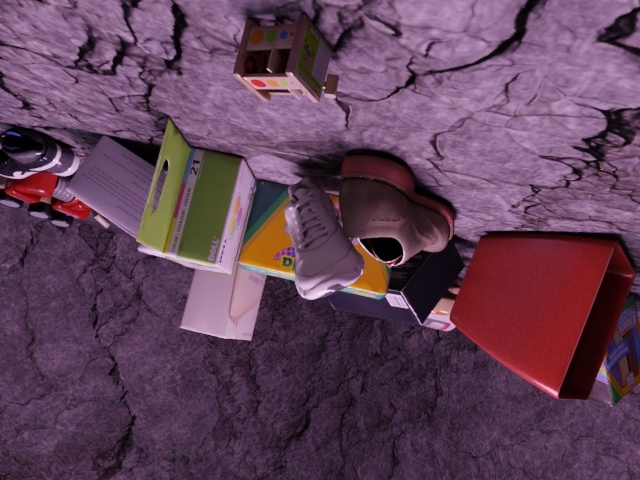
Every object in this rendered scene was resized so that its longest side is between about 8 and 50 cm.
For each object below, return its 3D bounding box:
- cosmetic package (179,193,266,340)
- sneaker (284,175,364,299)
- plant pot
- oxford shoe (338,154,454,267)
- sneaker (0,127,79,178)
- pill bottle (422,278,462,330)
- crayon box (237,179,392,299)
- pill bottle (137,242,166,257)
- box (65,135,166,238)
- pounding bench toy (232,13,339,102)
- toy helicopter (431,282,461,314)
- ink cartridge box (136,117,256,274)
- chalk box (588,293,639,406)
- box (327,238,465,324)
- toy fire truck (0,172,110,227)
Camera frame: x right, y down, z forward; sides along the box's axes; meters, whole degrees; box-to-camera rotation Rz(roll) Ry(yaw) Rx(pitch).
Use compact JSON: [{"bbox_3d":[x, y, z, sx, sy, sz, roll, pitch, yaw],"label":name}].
[{"bbox_3d":[-0.193,0.058,1.162,0.113,0.309,0.160,9,171,15],"label":"cosmetic package"},{"bbox_3d":[-0.009,-0.011,0.795,0.110,0.118,0.292,-25,-157,4],"label":"sneaker"},{"bbox_3d":[0.406,0.123,0.985,0.236,0.267,0.267,20,178,39],"label":"plant pot"},{"bbox_3d":[0.119,-0.018,0.834,0.123,0.130,0.348,6,169,35],"label":"oxford shoe"},{"bbox_3d":[-0.602,-0.180,1.034,0.217,0.079,0.121,1,165,18],"label":"sneaker"},{"bbox_3d":[0.284,0.173,1.663,0.318,0.176,0.176,15,171,-15],"label":"pill bottle"},{"bbox_3d":[0.000,0.000,0.989,0.278,0.165,0.081,12,168,1],"label":"crayon box"},{"bbox_3d":[-0.333,-0.049,1.141,0.094,0.169,0.094,11,171,2],"label":"pill bottle"},{"bbox_3d":[-0.328,-0.076,0.971,0.182,0.119,0.181,33,175,10],"label":"box"},{"bbox_3d":[-0.028,-0.150,0.461,0.065,0.052,0.083,8,170,28],"label":"pounding bench toy"},{"bbox_3d":[0.242,0.115,1.235,0.235,0.140,0.355,9,-176,-5],"label":"toy helicopter"},{"bbox_3d":[-0.188,-0.054,0.839,0.097,0.189,0.255,12,171,3],"label":"ink cartridge box"},{"bbox_3d":[0.677,0.231,1.322,0.179,0.289,0.180,-21,-168,-31],"label":"chalk box"},{"bbox_3d":[0.147,0.071,1.135,0.261,0.184,0.103,2,133,51],"label":"box"},{"bbox_3d":[-0.635,-0.110,1.292,0.246,0.158,0.217,-6,158,28],"label":"toy fire truck"}]
